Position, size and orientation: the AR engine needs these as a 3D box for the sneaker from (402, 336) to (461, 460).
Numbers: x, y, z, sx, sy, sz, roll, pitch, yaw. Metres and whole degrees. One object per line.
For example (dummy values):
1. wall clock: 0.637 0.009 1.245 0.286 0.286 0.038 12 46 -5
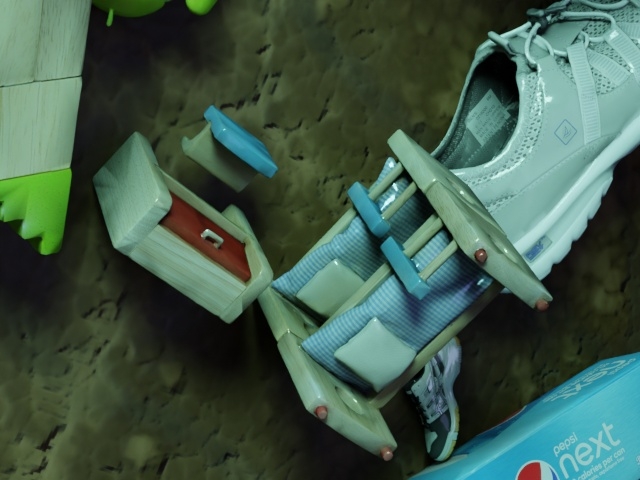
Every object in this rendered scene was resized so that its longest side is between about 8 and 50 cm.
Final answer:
1. sneaker: 0.067 0.098 0.888 0.037 0.032 0.083 -1 91 -21

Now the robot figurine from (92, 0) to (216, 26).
1. robot figurine: -0.086 -0.162 0.722 0.101 0.067 0.115 43 70 -1

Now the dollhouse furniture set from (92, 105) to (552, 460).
1. dollhouse furniture set: 0.000 0.000 0.737 0.129 0.129 0.184 -46 124 11

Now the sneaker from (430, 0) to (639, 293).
1. sneaker: 0.156 -0.107 0.873 0.115 0.105 0.281 41 74 -32

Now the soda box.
1. soda box: 0.146 0.146 0.911 0.210 0.071 0.067 -25 91 -30

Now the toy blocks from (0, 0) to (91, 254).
1. toy blocks: -0.216 -0.153 0.533 0.261 0.191 0.381 -14 131 -37
